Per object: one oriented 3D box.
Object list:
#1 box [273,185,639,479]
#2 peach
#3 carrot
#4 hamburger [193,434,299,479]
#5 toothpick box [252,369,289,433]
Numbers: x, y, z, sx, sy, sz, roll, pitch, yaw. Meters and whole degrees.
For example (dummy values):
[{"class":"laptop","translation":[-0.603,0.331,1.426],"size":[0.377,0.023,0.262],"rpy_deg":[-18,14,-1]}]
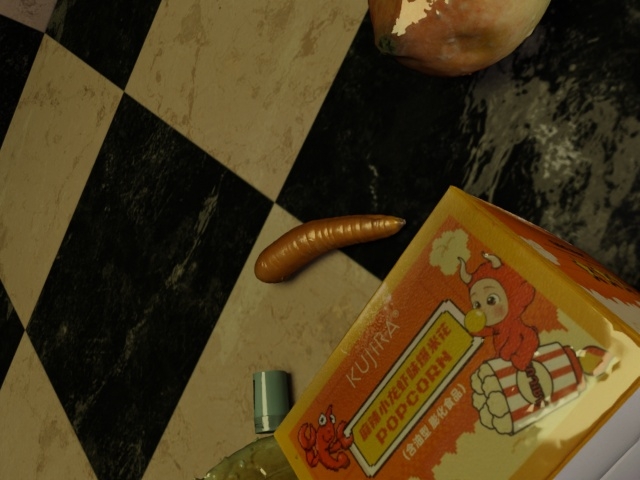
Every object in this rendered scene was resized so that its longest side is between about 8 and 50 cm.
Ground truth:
[{"class":"box","translation":[0.159,0.142,0.544],"size":[0.283,0.260,0.214],"rpy_deg":[-57,45,17]},{"class":"peach","translation":[0.147,-0.291,0.705],"size":[0.233,0.233,0.232],"rpy_deg":[-14,70,41]},{"class":"carrot","translation":[0.000,0.000,0.881],"size":[0.271,0.062,0.066],"rpy_deg":[-26,29,32]},{"class":"hamburger","translation":[0.010,0.330,0.668],"size":[0.132,0.211,0.308],"rpy_deg":[22,137,66]},{"class":"toothpick box","translation":[-0.071,0.233,0.886],"size":[0.052,0.052,0.083],"rpy_deg":[-24,62,38]}]
